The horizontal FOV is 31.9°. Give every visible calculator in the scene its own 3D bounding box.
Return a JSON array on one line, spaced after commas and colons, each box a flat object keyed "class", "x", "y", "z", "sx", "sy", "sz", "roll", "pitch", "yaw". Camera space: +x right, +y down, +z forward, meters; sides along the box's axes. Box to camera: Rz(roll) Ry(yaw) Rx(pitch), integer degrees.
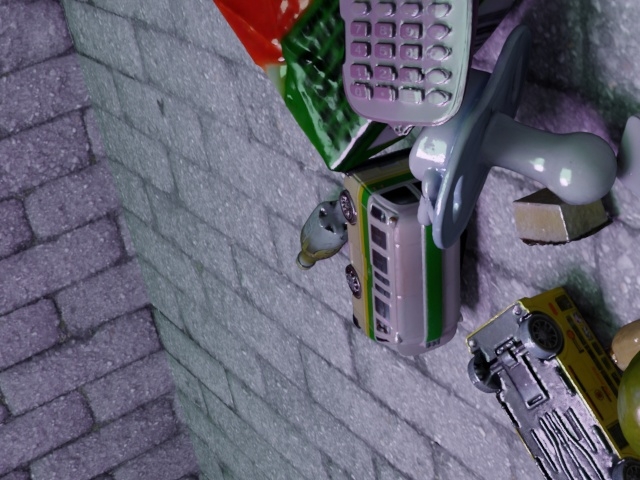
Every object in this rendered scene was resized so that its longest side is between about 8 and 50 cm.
[{"class": "calculator", "x": 0.100, "y": -0.266, "z": 1.272, "sx": 0.194, "sy": 0.043, "sz": 0.294, "roll": 12, "pitch": 106, "yaw": 40}]

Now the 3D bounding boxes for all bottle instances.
[{"class": "bottle", "x": 0.000, "y": 0.000, "z": 2.101, "sx": 0.083, "sy": 0.083, "sz": 0.269, "roll": 60, "pitch": 161, "yaw": 11}]

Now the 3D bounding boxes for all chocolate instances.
[{"class": "chocolate", "x": 0.061, "y": -0.332, "z": 1.441, "sx": 0.341, "sy": 0.161, "sz": 0.360, "roll": 56, "pitch": 132, "yaw": 20}]

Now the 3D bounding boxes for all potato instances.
[{"class": "potato", "x": 0.307, "y": -0.034, "z": 1.430, "sx": 0.061, "sy": 0.086, "sz": 0.122, "roll": 67, "pitch": 162, "yaw": -11}]

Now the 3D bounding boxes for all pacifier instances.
[{"class": "pacifier", "x": 0.240, "y": -0.102, "z": 1.344, "sx": 0.233, "sy": 0.299, "sz": 0.244, "roll": 19, "pitch": 153, "yaw": 21}]

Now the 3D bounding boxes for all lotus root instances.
[{"class": "lotus root", "x": 0.410, "y": 0.134, "z": 1.406, "sx": 0.073, "sy": 0.062, "sz": 0.150, "roll": 69, "pitch": 157, "yaw": 9}]

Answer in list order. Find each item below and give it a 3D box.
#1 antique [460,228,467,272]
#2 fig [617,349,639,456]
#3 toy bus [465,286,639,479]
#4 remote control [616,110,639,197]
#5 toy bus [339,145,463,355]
[{"class": "antique", "x": 0.211, "y": 0.045, "z": 1.787, "sx": 0.031, "sy": 0.015, "sz": 0.192, "roll": 47, "pitch": 151, "yaw": 35}, {"class": "fig", "x": 0.460, "y": 0.205, "z": 1.192, "sx": 0.314, "sy": 0.233, "sz": 0.233, "roll": 54, "pitch": 160, "yaw": -20}, {"class": "toy bus", "x": 0.344, "y": 0.235, "z": 1.516, "sx": 0.144, "sy": 0.152, "sz": 0.330, "roll": -44, "pitch": 70, "yaw": 45}, {"class": "remote control", "x": 0.427, "y": -0.041, "z": 1.236, "sx": 0.250, "sy": 0.034, "sz": 0.103, "roll": 47, "pitch": 151, "yaw": 34}, {"class": "toy bus", "x": 0.134, "y": 0.030, "z": 1.738, "sx": 0.179, "sy": 0.143, "sz": 0.305, "roll": -132, "pitch": 31, "yaw": -50}]
